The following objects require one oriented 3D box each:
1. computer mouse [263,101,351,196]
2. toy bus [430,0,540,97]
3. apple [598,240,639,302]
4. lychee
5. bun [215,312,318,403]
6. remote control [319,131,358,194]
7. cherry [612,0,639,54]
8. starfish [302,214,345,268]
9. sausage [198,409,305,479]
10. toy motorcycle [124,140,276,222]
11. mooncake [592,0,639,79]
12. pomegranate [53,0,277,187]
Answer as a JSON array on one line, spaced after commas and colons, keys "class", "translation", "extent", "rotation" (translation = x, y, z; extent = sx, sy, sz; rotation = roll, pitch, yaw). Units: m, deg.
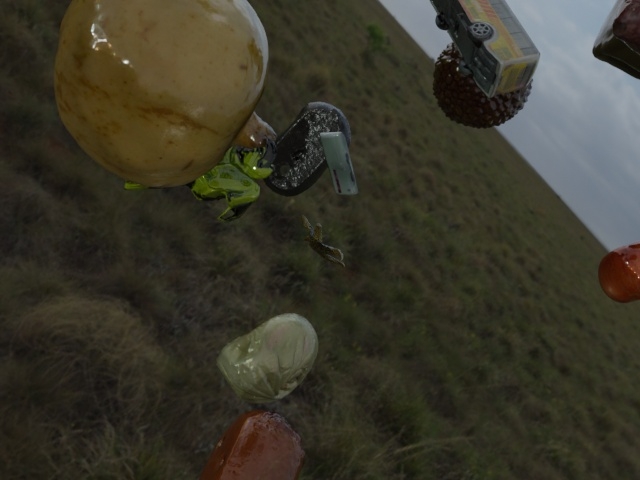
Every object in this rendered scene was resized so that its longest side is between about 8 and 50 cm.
[{"class": "computer mouse", "translation": [-0.046, -0.275, 1.756], "extent": [0.183, 0.323, 0.116], "rotation": [44, 17, -6]}, {"class": "toy bus", "translation": [0.270, -0.367, 0.982], "extent": [0.092, 0.106, 0.268], "rotation": [90, -15, -58]}, {"class": "apple", "translation": [0.778, 0.076, 1.440], "extent": [0.163, 0.163, 0.139], "rotation": [-6, 72, -66]}, {"class": "lychee", "translation": [0.379, -0.384, 1.371], "extent": [0.271, 0.236, 0.236], "rotation": [18, 35, -56]}, {"class": "bun", "translation": [-0.110, 0.267, 1.246], "extent": [0.243, 0.243, 0.153], "rotation": [7, 51, -62]}, {"class": "remote control", "translation": [0.042, -0.182, 1.391], "extent": [0.029, 0.065, 0.166], "rotation": [-50, 133, -45]}, {"class": "cherry", "translation": [0.653, -0.416, 0.995], "extent": [0.230, 0.300, 0.203], "rotation": [-97, 160, -52]}, {"class": "starfish", "translation": [0.000, 0.000, 1.689], "extent": [0.208, 0.053, 0.176], "rotation": [38, -25, 31]}, {"class": "sausage", "translation": [-0.124, 0.419, 0.970], "extent": [0.141, 0.153, 0.268], "rotation": [37, 46, -15]}, {"class": "toy motorcycle", "translation": [-0.273, -0.148, 1.305], "extent": [0.142, 0.341, 0.206], "rotation": [84, 9, -78]}, {"class": "mooncake", "translation": [1.009, -0.669, 1.630], "extent": [0.262, 0.467, 0.467], "rotation": [32, 20, 0]}, {"class": "pomegranate", "translation": [-0.220, -0.234, 0.871], "extent": [0.342, 0.342, 0.343], "rotation": [41, 21, -19]}]
